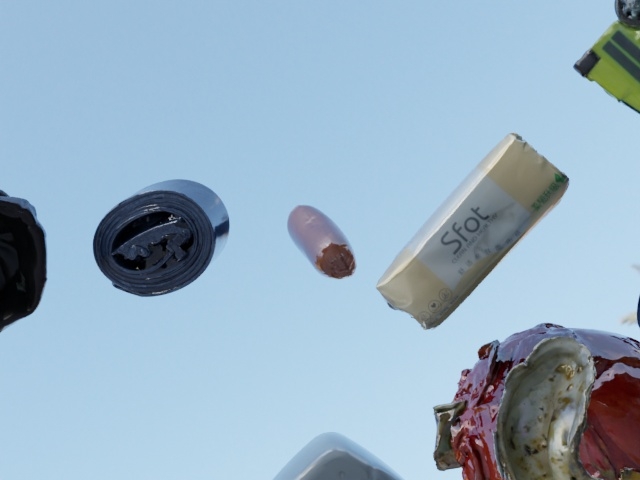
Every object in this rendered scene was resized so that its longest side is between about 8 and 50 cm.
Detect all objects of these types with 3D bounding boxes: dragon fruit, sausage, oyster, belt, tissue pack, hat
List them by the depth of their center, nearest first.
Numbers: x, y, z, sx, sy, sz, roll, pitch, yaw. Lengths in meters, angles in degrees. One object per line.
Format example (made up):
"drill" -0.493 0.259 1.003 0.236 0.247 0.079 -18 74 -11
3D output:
"oyster" 0.125 0.098 0.388 0.038 0.081 0.083 29 -85 -47
"tissue pack" 0.166 -0.009 0.858 0.222 0.090 0.186 -48 -8 14
"dragon fruit" 0.304 0.232 0.919 0.343 0.277 0.277 1 -44 22
"hat" -0.509 0.055 1.048 0.238 0.209 0.336 39 -91 -16
"belt" -0.220 -0.001 1.067 0.190 0.082 0.141 -22 -79 19
"sausage" 0.000 0.000 1.202 0.077 0.194 0.077 -9 -63 -19
"tissue pack" 0.065 0.473 1.239 0.229 0.333 0.236 -46 -3 -10

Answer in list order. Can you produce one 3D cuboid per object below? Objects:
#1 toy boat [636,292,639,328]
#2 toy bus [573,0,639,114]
"toy boat" 0.608 0.060 1.341 0.220 0.067 0.291 -64 -17 3
"toy bus" 0.372 -0.214 0.700 0.128 0.150 0.262 -6 -39 -50
